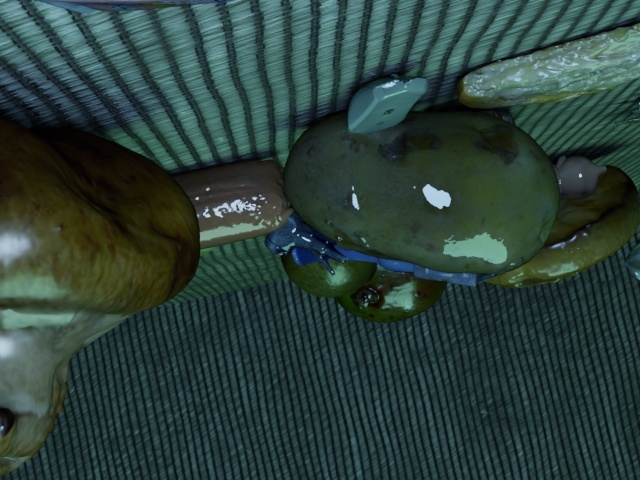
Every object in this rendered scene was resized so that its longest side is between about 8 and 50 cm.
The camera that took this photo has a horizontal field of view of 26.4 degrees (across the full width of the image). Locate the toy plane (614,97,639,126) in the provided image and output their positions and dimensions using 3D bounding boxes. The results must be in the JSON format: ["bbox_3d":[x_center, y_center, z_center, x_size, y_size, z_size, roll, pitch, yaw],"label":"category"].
[{"bbox_3d":[0.402,-0.153,1.628,0.102,0.040,0.111,-12,176,18],"label":"toy plane"}]

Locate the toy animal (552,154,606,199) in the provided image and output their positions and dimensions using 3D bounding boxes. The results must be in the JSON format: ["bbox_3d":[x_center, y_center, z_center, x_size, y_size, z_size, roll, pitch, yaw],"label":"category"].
[{"bbox_3d":[0.352,-0.085,2.026,0.150,0.083,0.089,-22,-143,3],"label":"toy animal"}]

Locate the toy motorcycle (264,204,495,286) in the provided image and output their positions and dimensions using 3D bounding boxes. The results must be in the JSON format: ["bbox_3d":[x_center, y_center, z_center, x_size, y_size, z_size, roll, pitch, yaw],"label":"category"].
[{"bbox_3d":[0.065,-0.020,1.636,0.358,0.125,0.212,7,-171,33],"label":"toy motorcycle"}]

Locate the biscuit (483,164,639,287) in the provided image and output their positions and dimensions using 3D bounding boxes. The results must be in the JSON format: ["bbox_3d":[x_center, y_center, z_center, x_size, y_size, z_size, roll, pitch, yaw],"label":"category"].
[{"bbox_3d":[0.353,-0.019,2.107,0.296,0.102,0.296,-18,-159,7],"label":"biscuit"}]

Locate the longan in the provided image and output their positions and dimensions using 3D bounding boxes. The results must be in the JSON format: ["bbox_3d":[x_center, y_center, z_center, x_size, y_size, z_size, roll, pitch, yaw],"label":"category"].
[{"bbox_3d":[0.000,0.000,1.864,0.176,0.145,0.155,28,148,-9],"label":"longan"}]

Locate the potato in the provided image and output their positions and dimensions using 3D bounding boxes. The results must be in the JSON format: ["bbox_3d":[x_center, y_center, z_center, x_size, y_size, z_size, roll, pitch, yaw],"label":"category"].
[{"bbox_3d":[0.095,-0.047,1.284,0.262,0.165,0.165,3,175,0],"label":"potato"}]

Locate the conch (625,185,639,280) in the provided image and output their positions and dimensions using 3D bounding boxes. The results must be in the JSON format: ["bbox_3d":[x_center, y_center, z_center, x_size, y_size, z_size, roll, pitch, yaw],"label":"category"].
[{"bbox_3d":[0.503,-0.104,1.711,0.386,0.169,0.203,-28,-141,-29],"label":"conch"}]

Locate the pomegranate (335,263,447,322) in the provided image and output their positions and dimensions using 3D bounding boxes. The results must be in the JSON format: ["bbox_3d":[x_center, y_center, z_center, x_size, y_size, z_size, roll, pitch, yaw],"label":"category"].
[{"bbox_3d":[0.114,0.027,2.064,0.198,0.198,0.246,-16,174,33],"label":"pomegranate"}]

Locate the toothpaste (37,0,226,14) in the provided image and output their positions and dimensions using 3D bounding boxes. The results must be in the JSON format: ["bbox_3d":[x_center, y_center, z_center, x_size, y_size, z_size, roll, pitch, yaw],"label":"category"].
[{"bbox_3d":[-0.056,-0.142,0.714,0.194,0.043,0.067,-8,180,22],"label":"toothpaste"}]

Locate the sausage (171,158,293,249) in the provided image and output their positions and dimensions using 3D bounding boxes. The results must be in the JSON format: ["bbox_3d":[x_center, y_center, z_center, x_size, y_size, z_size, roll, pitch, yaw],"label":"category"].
[{"bbox_3d":[-0.171,-0.024,1.445,0.289,0.086,0.086,-11,175,-1],"label":"sausage"}]

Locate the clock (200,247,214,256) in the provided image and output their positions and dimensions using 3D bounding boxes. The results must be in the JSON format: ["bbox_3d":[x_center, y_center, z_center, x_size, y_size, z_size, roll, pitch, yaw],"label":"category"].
[{"bbox_3d":[-0.237,-0.003,1.616,0.170,0.069,0.232,-13,174,20],"label":"clock"}]

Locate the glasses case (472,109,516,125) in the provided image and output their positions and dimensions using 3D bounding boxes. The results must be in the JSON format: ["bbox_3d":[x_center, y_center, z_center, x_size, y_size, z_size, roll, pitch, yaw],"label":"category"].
[{"bbox_3d":[0.167,-0.100,1.493,0.103,0.067,0.267,-12,176,9],"label":"glasses case"}]

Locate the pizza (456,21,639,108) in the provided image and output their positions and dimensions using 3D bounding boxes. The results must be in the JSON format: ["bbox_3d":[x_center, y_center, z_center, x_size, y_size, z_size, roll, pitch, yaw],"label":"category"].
[{"bbox_3d":[0.257,-0.161,1.242,0.262,0.034,0.181,-15,173,30],"label":"pizza"}]

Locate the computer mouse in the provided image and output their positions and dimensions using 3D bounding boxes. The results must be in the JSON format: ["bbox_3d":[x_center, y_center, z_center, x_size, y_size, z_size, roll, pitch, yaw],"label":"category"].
[{"bbox_3d":[0.056,-0.126,1.176,0.056,0.032,0.110,-12,167,-20],"label":"computer mouse"}]

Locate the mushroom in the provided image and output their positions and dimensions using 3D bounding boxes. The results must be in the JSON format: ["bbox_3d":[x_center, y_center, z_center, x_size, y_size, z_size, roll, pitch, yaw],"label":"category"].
[{"bbox_3d":[-0.253,0.044,1.023,0.345,0.259,0.345,-11,174,-1],"label":"mushroom"}]
